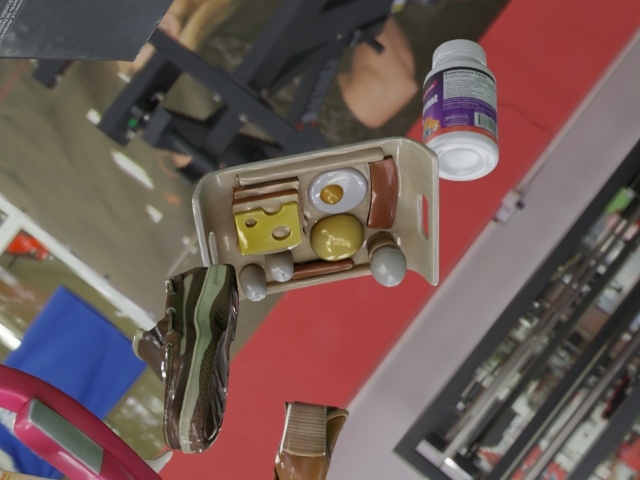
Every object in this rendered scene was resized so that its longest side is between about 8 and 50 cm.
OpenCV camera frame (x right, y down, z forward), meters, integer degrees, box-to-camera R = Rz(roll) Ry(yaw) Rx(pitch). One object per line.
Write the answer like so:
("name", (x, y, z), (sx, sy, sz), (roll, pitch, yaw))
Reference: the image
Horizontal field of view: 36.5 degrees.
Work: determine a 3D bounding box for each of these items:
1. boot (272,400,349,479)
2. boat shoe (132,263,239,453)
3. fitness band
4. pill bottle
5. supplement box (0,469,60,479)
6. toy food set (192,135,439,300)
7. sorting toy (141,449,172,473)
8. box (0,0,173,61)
("boot", (-0.019, 0.257, 1.077), (0.073, 0.152, 0.197), (6, 171, 11))
("boat shoe", (-0.143, 0.118, 0.988), (0.095, 0.095, 0.257), (-1, -150, 3))
("fitness band", (-0.255, 0.211, 0.797), (0.291, 0.209, 0.054), (52, -159, -29))
("pill bottle", (0.203, -0.193, 1.412), (0.108, 0.193, 0.108), (3, 150, 2))
("supplement box", (-0.226, 0.200, 0.702), (0.098, 0.062, 0.036), (3, 157, 20))
("toy food set", (0.000, 0.000, 1.244), (0.092, 0.306, 0.220), (-108, 9, -49))
("sorting toy", (-0.208, 0.273, 1.135), (0.045, 0.083, 0.075), (52, -135, 3))
("box", (-0.372, -0.381, 1.206), (0.296, 0.183, 0.294), (52, -148, 17))
